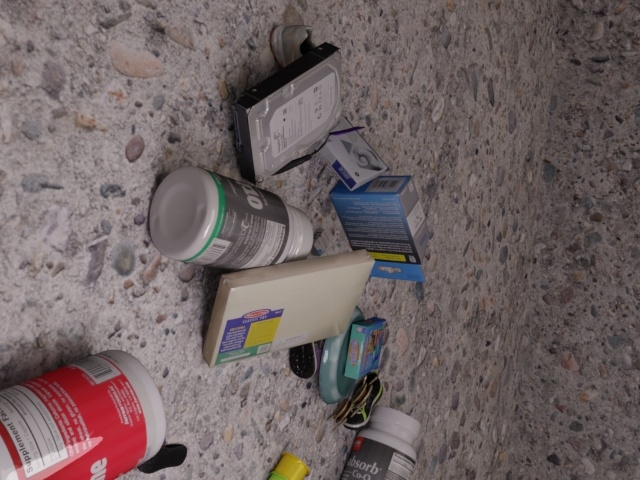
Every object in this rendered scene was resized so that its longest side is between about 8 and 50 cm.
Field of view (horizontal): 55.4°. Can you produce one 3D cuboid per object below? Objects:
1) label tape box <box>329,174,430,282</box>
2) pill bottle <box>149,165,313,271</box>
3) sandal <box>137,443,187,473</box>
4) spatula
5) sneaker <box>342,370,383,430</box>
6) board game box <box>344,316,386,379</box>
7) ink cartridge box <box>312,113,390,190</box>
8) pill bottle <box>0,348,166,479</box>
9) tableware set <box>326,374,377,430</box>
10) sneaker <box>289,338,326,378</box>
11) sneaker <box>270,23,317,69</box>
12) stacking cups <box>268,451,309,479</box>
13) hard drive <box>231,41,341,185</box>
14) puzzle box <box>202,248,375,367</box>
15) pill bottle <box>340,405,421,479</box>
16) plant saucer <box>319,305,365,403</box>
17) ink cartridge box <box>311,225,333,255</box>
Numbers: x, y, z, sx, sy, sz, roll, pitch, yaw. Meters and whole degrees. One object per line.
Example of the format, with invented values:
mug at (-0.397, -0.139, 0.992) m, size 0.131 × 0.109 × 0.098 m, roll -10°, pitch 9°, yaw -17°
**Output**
label tape box at (0.199, -0.038, 1.878) m, size 0.106 × 0.240 × 0.334 m, roll -53°, pitch 133°, yaw -37°
pill bottle at (-0.191, -0.031, 1.402) m, size 0.361 × 0.204 × 0.204 m, roll 16°, pitch 82°, yaw -53°
sandal at (-0.367, 0.486, 1.378) m, size 0.179 × 0.040 × 0.067 m, roll 41°, pitch 67°, yaw -63°
spatula at (-0.011, -0.245, 1.636) m, size 0.296 × 0.084 × 0.030 m, roll -33°, pitch 110°, yaw -11°
sneaker at (0.132, 0.513, 1.990) m, size 0.235 × 0.084 × 0.097 m, roll -48°, pitch 133°, yaw -51°
board game box at (0.141, 0.327, 1.881) m, size 0.210 × 0.047 × 0.160 m, roll 3°, pitch 97°, yaw -68°
ink cartridge box at (0.089, -0.268, 1.764) m, size 0.223 × 0.045 × 0.224 m, roll 50°, pitch 42°, yaw 8°
pill bottle at (-0.490, 0.356, 1.039) m, size 0.407 × 0.229 × 0.229 m, roll -18°, pitch 109°, yaw -50°
tableware set at (0.092, 0.497, 1.885) m, size 0.039 × 0.194 × 0.128 m, roll 39°, pitch 36°, yaw -1°
sneaker at (-0.024, 0.243, 1.753) m, size 0.124 × 0.107 × 0.284 m, roll -16°, pitch 114°, yaw -60°
sneaker at (-0.041, -0.440, 1.613) m, size 0.099 × 0.121 × 0.263 m, roll -46°, pitch 129°, yaw -40°
stacking cups at (-0.152, 0.726, 1.640) m, size 0.316 × 0.096 × 0.096 m, roll -49°, pitch 130°, yaw -35°
hard drive at (-0.072, -0.318, 1.527) m, size 0.339 × 0.064 × 0.237 m, roll -40°, pitch 148°, yaw -31°
puzzle box at (-0.076, 0.162, 1.498) m, size 0.408 × 0.052 × 0.272 m, roll -8°, pitch 134°, yaw -34°
pill bottle at (0.190, 0.744, 1.987) m, size 0.210 × 0.210 × 0.363 m, roll 49°, pitch 56°, yaw -43°
plant saucer at (0.079, 0.347, 1.862) m, size 0.317 × 0.043 × 0.318 m, roll 11°, pitch 90°, yaw -67°
ink cartridge box at (0.000, 0.000, 1.795) m, size 0.083 × 0.028 × 0.048 m, roll -55°, pitch 134°, yaw -32°
